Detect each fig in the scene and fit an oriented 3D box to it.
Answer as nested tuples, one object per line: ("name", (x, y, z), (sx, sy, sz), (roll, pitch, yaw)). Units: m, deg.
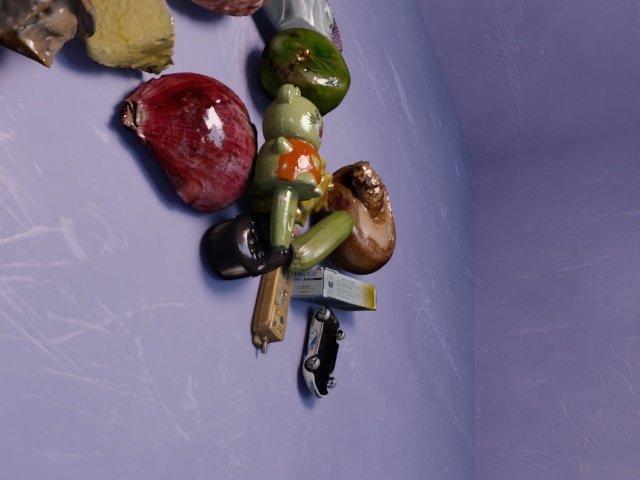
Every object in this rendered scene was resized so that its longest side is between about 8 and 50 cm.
("fig", (-0.051, -0.325, 1.301), (0.203, 0.235, 0.203), (12, 55, -18))

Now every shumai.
("shumai", (-0.344, -0.284, 0.666), (0.120, 0.201, 0.201), (-41, 127, -15))

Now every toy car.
("toy car", (0.002, 0.232, 1.260), (0.095, 0.056, 0.204), (56, 36, -41))

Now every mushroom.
("mushroom", (0.085, -0.057, 1.448), (0.297, 0.163, 0.278), (-62, 143, -54))

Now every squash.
("squash", (0.000, 0.000, 1.217), (0.239, 0.069, 0.069), (-41, 117, -52))

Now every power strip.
("power strip", (-0.081, 0.077, 1.159), (0.064, 0.044, 0.305), (55, 34, -44))

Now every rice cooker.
("rice cooker", (-0.122, 0.009, 1.030), (0.165, 0.106, 0.112), (-18, 94, -54))

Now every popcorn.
("popcorn", (-0.054, -0.093, 1.165), (0.195, 0.174, 0.168), (70, 40, -86))

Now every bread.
("bread", (-0.286, -0.374, 0.825), (0.178, 0.142, 0.266), (-24, 91, -52))

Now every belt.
("belt", (-0.053, -0.549, 1.370), (0.325, 0.122, 0.260), (49, 27, -49))

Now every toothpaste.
("toothpaste", (0.034, 0.116, 1.344), (0.313, 0.089, 0.071), (24, 65, -62))

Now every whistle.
("whistle", (-0.051, -0.126, 1.003), (0.131, 0.106, 0.288), (52, 40, -71))

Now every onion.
("onion", (-0.187, -0.168, 0.945), (0.283, 0.120, 0.227), (8, 68, -64))

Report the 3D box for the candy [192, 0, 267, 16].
("candy", (-0.177, -0.510, 1.067), (0.289, 0.157, 0.214), (-24, 88, -58))
